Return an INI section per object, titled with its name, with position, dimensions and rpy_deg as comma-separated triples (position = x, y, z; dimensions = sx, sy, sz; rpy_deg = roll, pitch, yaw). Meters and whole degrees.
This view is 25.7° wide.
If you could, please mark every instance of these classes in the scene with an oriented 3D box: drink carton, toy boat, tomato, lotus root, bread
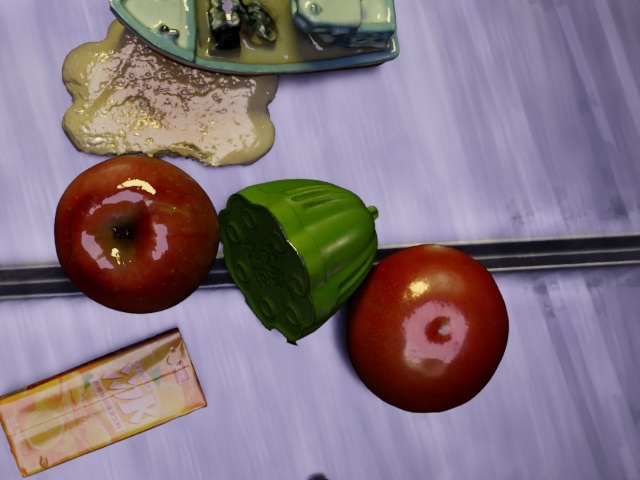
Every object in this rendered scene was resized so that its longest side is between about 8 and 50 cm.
[drink carton]
position = -0.247, 0.183, 1.588
dimensions = 0.223, 0.071, 0.096
rpy_deg = -22, 92, -7
[toy boat]
position = -0.071, -0.258, 1.553
dimensions = 0.332, 0.133, 0.145
rpy_deg = -2, 81, -15
[tomato]
position = 0.123, 0.101, 1.599
dimensions = 0.195, 0.136, 0.195
rpy_deg = 0, 89, -8
[lotus root]
position = 0.000, 0.000, 1.585
dimensions = 0.186, 0.186, 0.186
rpy_deg = 0, 90, -7
[bread]
position = -0.172, -0.178, 1.614
dimensions = 0.251, 0.039, 0.181
rpy_deg = 4, 90, -6

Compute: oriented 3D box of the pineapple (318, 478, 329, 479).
[pineapple]
position = -0.037, 0.341, 1.617
dimensions = 0.159, 0.074, 0.074
rpy_deg = -40, 94, -14

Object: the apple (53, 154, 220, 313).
[apple]
position = -0.202, -0.008, 1.545
dimensions = 0.181, 0.168, 0.181
rpy_deg = 0, 94, -3
